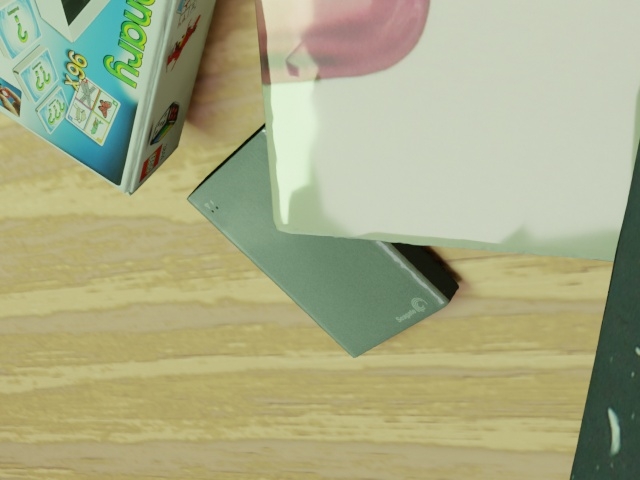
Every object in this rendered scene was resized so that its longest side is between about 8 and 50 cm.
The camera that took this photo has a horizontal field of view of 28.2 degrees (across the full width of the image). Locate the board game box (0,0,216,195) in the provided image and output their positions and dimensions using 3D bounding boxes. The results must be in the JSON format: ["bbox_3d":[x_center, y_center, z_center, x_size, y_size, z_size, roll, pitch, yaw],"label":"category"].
[{"bbox_3d":[-0.131,-0.174,0.580,0.193,0.053,0.305,33,142,7],"label":"board game box"}]

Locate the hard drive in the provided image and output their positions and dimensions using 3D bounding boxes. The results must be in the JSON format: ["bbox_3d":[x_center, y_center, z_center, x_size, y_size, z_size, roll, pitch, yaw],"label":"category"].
[{"bbox_3d":[0.000,0.000,0.699,0.135,0.022,0.094,44,141,-8],"label":"hard drive"}]

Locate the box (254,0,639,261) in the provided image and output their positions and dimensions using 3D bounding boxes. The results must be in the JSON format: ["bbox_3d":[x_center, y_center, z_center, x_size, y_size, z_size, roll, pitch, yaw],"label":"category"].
[{"bbox_3d":[0.058,-0.129,0.367,0.127,0.148,0.232,5,116,18],"label":"box"}]

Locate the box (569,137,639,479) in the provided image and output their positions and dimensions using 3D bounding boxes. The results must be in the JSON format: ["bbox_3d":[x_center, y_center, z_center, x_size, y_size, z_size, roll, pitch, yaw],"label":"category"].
[{"bbox_3d":[0.219,0.100,0.228,0.343,0.179,0.312,31,119,54],"label":"box"}]
